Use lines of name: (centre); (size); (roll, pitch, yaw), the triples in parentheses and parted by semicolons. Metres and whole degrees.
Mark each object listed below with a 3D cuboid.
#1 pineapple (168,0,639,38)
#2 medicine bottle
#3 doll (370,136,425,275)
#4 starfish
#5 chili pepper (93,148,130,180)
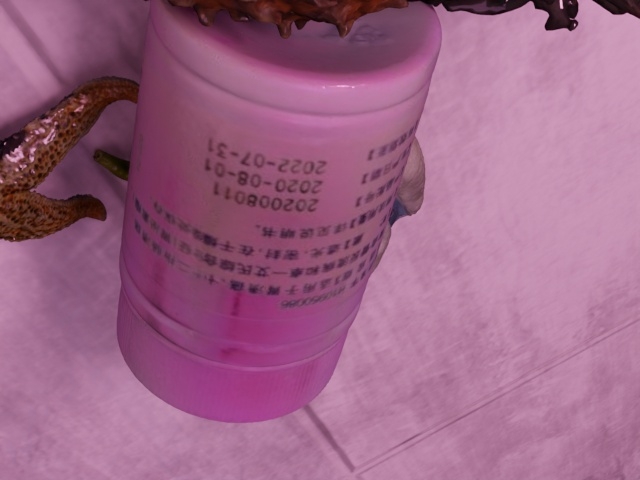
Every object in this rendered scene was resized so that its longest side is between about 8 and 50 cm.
pineapple: (0.068, -0.168, 0.544); (0.365, 0.165, 0.165); (0, 138, -33)
medicine bottle: (-0.035, -0.029, 0.647); (0.152, 0.152, 0.254); (-11, 138, -27)
doll: (0.000, 0.000, 0.819); (0.214, 0.071, 0.103); (-47, 151, 16)
starfish: (-0.196, -0.046, 0.622); (0.208, 0.053, 0.175); (-21, 134, -20)
chili pepper: (-0.104, -0.051, 0.716); (0.083, 0.017, 0.030); (-13, 119, -25)
